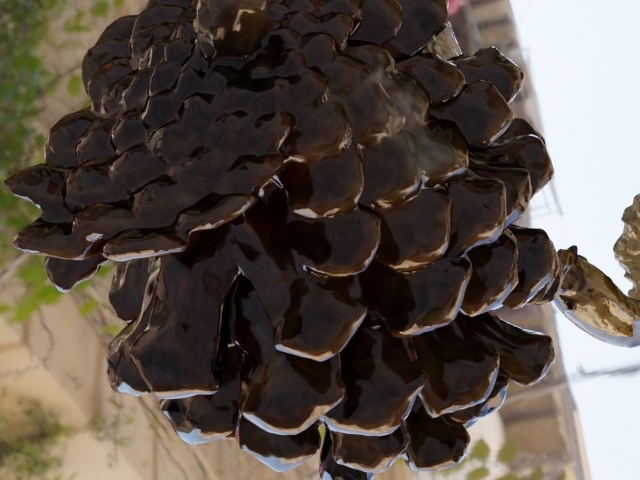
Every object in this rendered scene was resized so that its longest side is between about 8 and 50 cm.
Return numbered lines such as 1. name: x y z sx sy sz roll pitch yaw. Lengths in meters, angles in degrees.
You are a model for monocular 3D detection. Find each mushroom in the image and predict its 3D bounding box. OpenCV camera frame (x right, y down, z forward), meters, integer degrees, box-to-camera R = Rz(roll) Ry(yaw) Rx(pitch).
1. mushroom: 0.328 0.059 1.262 0.302 0.233 0.208 -21 -172 -14

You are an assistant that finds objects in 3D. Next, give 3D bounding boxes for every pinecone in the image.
1. pinecone: 0.001 0.001 0.497 0.186 0.212 0.169 -41 -160 -13

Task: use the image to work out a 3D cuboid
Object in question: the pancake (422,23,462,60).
1. pancake: 0.032 -0.162 0.872 0.033 0.288 0.286 -25 -115 22
